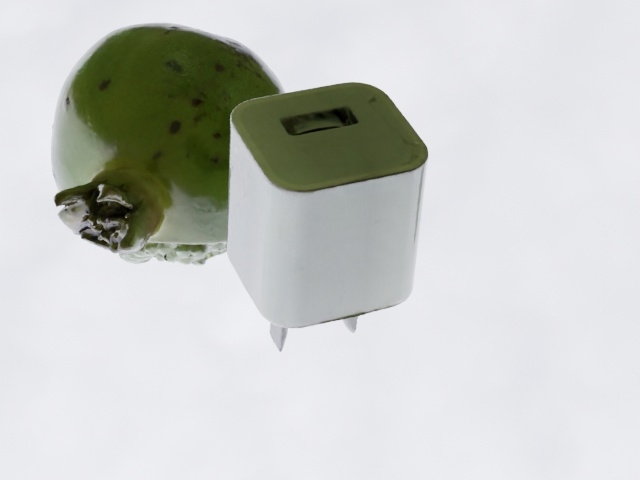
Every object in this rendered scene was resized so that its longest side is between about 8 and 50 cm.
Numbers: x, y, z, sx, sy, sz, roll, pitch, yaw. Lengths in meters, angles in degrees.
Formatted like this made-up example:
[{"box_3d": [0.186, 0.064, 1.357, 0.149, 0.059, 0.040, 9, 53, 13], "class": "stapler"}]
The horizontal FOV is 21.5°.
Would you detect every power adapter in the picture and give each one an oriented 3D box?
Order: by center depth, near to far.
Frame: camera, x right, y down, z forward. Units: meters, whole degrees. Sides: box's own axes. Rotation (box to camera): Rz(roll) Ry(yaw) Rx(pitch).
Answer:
[{"box_3d": [0.000, 0.000, 1.298, 0.130, 0.205, 0.125, -12, -139, -20], "class": "power adapter"}]

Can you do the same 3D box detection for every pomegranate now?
[{"box_3d": [-0.155, -0.083, 1.676, 0.260, 0.260, 0.341, 24, -151, 6], "class": "pomegranate"}]
